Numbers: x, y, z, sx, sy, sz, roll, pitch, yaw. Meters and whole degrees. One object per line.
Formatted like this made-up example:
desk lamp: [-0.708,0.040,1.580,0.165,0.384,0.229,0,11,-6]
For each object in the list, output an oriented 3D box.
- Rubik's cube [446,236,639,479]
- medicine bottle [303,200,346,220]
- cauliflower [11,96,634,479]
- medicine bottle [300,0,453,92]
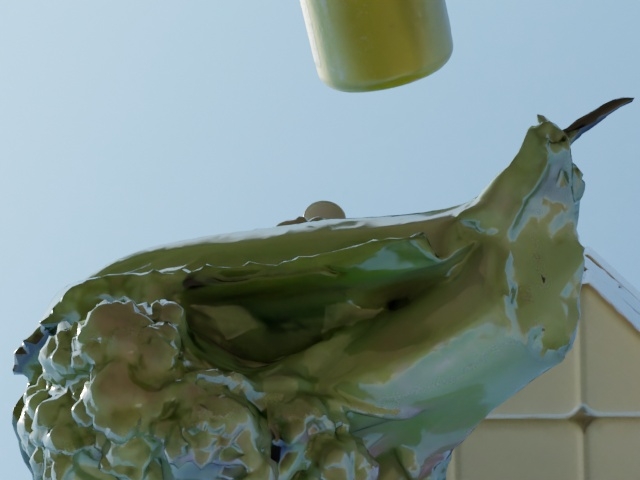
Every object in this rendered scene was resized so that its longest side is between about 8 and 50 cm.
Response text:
Rubik's cube: [0.183,0.177,1.492,0.319,0.316,0.322,43,-78,3]
medicine bottle: [0.000,0.000,1.737,0.052,0.089,0.052,3,-122,-5]
cauliflower: [0.012,0.059,0.682,0.315,0.256,0.239,-37,-132,27]
medicine bottle: [0.035,-0.243,1.423,0.122,0.212,0.122,-12,-158,5]
